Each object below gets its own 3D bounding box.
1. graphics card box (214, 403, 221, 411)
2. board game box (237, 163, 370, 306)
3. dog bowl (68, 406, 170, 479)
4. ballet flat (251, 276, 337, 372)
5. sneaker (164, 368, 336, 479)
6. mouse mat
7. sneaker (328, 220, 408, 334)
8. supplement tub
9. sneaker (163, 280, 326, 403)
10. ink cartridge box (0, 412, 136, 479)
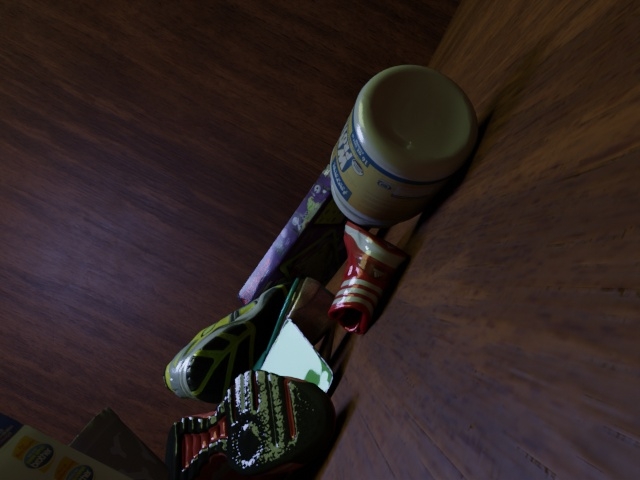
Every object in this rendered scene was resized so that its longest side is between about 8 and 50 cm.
[{"bbox_3d":[-0.140,0.330,1.590,0.233,0.094,0.371,-50,2,7],"label":"graphics card box"},{"bbox_3d":[0.000,0.000,1.351,0.208,0.056,0.346,3,-48,-47],"label":"board game box"},{"bbox_3d":[-0.280,0.350,0.708,0.348,0.102,0.349,-58,1,2],"label":"dog bowl"},{"bbox_3d":[-0.050,0.200,1.081,0.107,0.106,0.316,-69,5,-57],"label":"ballet flat"},{"bbox_3d":[-0.066,0.236,0.835,0.314,0.136,0.115,-32,52,43],"label":"sneaker"},{"bbox_3d":[-0.053,0.221,0.959,0.152,0.007,0.189,44,112,51],"label":"mouse mat"},{"bbox_3d":[0.045,0.049,0.929,0.128,0.087,0.221,-61,0,2],"label":"sneaker"},{"bbox_3d":[0.092,-0.106,0.852,0.144,0.144,0.199,-63,1,-23],"label":"supplement tub"},{"bbox_3d":[-0.133,0.174,1.302,0.147,0.145,0.385,-10,8,44],"label":"sneaker"},{"bbox_3d":[-0.179,0.247,0.504,0.065,0.311,0.186,-60,1,16],"label":"ink cartridge box"}]
